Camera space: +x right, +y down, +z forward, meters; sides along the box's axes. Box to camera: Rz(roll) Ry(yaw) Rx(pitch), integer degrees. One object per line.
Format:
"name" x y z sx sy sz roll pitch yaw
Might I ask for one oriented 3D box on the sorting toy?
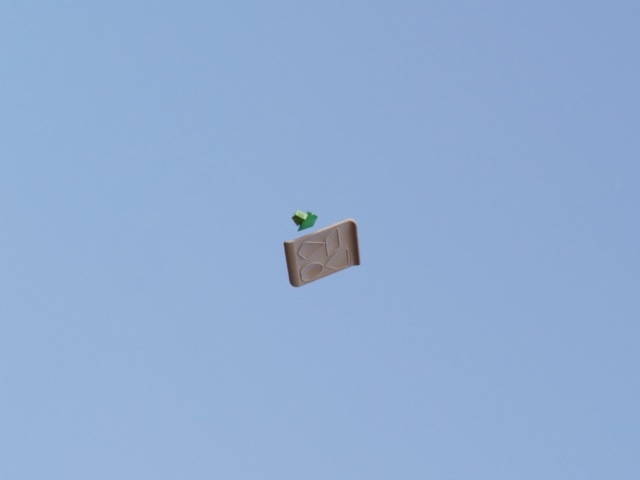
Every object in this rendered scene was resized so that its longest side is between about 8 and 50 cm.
"sorting toy" 0.000 0.000 1.153 0.083 0.062 0.012 83 -14 -48
